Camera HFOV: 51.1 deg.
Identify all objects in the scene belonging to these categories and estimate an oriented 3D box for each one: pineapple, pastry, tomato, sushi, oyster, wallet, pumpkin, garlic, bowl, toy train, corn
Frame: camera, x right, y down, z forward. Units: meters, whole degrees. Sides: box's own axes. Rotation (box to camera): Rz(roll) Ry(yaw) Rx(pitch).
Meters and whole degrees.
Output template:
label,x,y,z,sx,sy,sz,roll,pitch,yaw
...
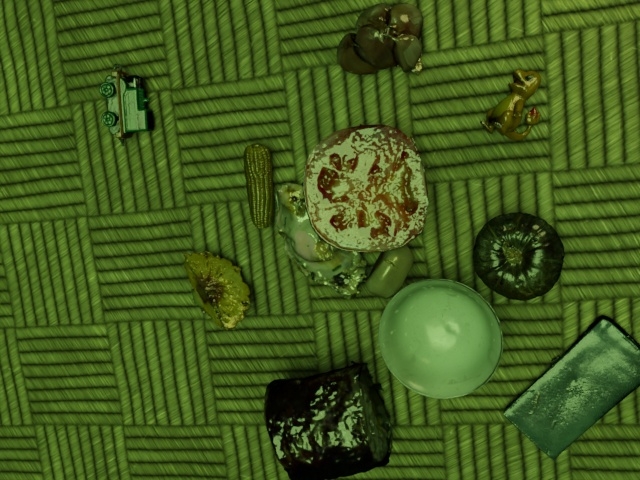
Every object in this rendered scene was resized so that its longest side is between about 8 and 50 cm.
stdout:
label,x,y,z,sx,sy,sz,roll,pitch,yaw
pineapple,-0.287,0.148,1.912,0.250,0.139,0.164,53,150,16
pastry,0.182,0.079,1.737,0.092,0.156,0.156,25,105,5
tomato,0.112,-0.130,1.714,0.338,0.144,0.339,0,91,3
sushi,0.026,0.488,1.782,0.294,0.281,0.300,-18,88,11
oyster,-0.003,0.002,1.808,0.201,0.107,0.355,-21,83,-7
wallet,0.663,0.381,1.718,0.190,0.046,0.379,42,108,5
pumpkin,0.486,0.039,1.647,0.223,0.157,0.224,2,95,25
garlic,0.149,-0.501,1.646,0.214,0.191,0.160,10,77,24
bowl,0.315,0.237,1.732,0.313,0.146,0.314,3,100,16
toy train,-0.541,-0.380,1.882,0.136,0.091,0.228,1,99,4
corn,-0.166,-0.150,1.830,0.080,0.080,0.231,-1,104,15

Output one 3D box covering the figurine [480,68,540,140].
label,x,y,z,sx,sy,sz,roll,pitch,yaw
figurine,0.486,-0.325,1.627,0.122,0.121,0.176,26,96,-20
